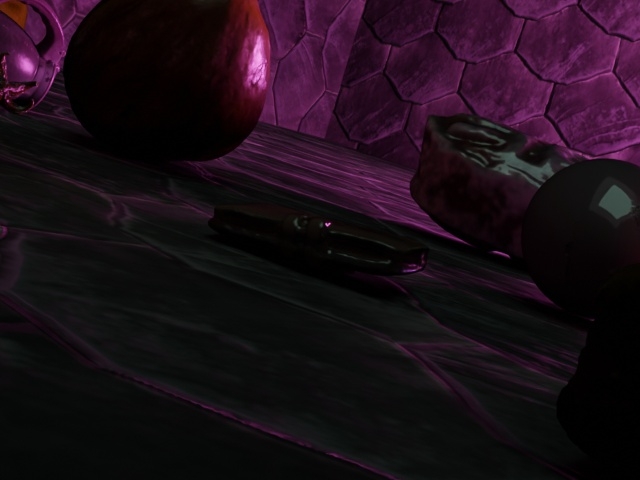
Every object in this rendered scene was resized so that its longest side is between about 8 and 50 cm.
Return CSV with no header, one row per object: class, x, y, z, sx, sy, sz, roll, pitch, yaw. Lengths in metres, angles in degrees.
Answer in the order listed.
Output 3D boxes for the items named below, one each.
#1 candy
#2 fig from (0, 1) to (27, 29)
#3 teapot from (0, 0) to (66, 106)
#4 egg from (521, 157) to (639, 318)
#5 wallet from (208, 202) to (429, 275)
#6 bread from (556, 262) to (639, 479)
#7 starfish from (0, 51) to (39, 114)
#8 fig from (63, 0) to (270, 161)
candy,0.248,-0.052,1.250,0.289,0.157,0.214,26,24,15
fig,-0.489,-0.314,1.325,0.207,0.207,0.230,13,2,-25
teapot,-0.392,-0.236,1.243,0.116,0.148,0.146,18,-7,46
egg,0.257,-0.001,0.922,0.146,0.146,0.198,19,15,16
wallet,0.000,0.000,0.764,0.152,0.039,0.118,16,5,18
bread,0.296,0.109,0.355,0.416,0.113,0.165,21,8,39
starfish,-0.373,-0.182,1.173,0.028,0.078,0.091,-11,-45,34
fig,-0.167,-0.192,1.128,0.224,0.224,0.263,13,-23,-28
